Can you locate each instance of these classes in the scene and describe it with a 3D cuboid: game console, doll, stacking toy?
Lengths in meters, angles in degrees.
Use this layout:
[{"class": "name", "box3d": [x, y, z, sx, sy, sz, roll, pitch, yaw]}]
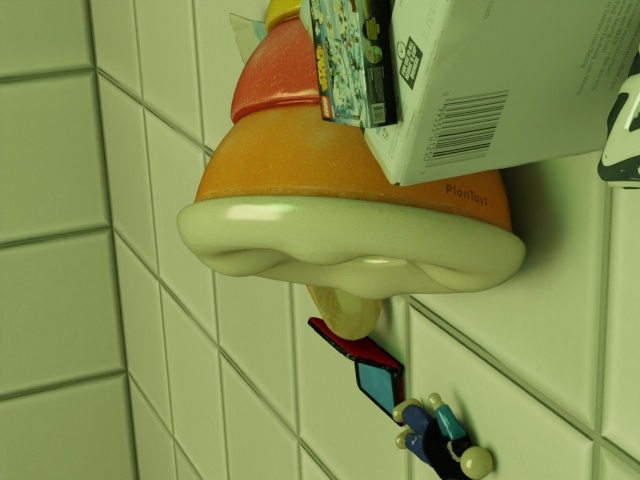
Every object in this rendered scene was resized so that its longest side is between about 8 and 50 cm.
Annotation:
[{"class": "game console", "box3d": [0.046, 0.173, 1.626, 0.144, 0.124, 0.085, 35, 105, 60]}, {"class": "doll", "box3d": [0.144, 0.241, 1.456, 0.189, 0.046, 0.129, -158, 59, -66]}, {"class": "stacking toy", "box3d": [0.051, -0.190, 1.264, 0.351, 0.351, 0.479, 161, 117, -68]}]

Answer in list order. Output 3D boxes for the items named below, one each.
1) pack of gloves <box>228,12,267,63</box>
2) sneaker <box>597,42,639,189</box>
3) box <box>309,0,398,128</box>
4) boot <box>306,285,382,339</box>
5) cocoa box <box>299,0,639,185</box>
[{"class": "pack of gloves", "box3d": [-0.046, -0.228, 1.744, 0.232, 0.046, 0.195, 33, 144, 62]}, {"class": "sneaker", "box3d": [0.282, -0.051, 0.911, 0.153, 0.094, 0.234, 115, 140, -58]}, {"class": "box", "box3d": [0.023, -0.159, 0.958, 0.094, 0.027, 0.137, -158, 59, -64]}, {"class": "boot", "box3d": [-0.001, 0.000, 1.666, 0.211, 0.104, 0.295, 137, 119, -75]}, {"class": "cocoa box", "box3d": [0.145, -0.254, 0.965, 0.347, 0.232, 0.228, 103, 148, -47]}]
